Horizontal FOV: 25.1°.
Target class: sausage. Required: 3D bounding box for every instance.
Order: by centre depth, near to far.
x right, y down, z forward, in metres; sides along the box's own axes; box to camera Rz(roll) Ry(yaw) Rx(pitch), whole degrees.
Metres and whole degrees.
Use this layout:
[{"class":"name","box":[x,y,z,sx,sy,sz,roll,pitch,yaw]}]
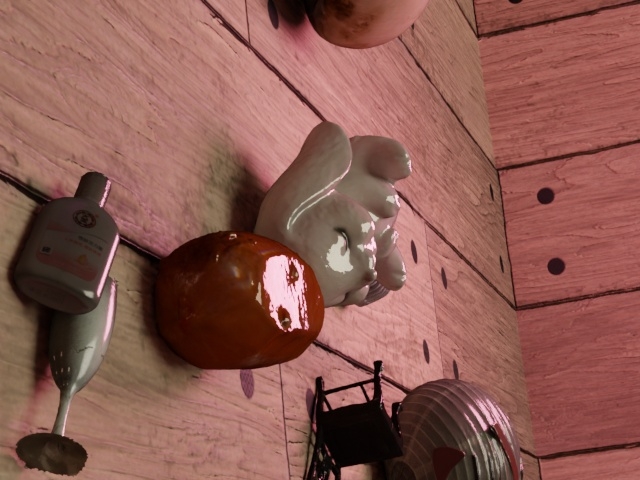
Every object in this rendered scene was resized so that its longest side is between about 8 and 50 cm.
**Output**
[{"class":"sausage","box":[-0.086,0.069,1.615,0.268,0.141,0.153,20,61,-72]}]

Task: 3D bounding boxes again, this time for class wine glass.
[{"class":"wine glass","box":[-0.222,0.111,1.277,0.198,0.066,0.066,-86,159,-44]}]

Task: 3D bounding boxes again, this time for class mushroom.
[{"class":"mushroom","box":[0.038,-0.482,2.248,0.362,0.294,0.362,-179,-90,-79]}]

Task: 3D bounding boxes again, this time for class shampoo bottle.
[{"class":"shampoo bottle","box":[-0.224,-0.003,1.321,0.165,0.080,0.040,-79,-165,-50]}]

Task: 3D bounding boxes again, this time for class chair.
[{"class":"chair","box":[0.047,0.292,1.997,0.229,0.113,0.106,-87,157,-49]}]

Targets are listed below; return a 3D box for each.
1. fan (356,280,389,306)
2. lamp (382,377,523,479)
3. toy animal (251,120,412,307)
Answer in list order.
[{"class":"fan","box":[0.066,0.014,2.307,0.130,0.074,0.244,61,16,-19]},{"class":"lamp","box":[0.206,0.357,2.294,0.233,0.233,0.265,-58,146,-67]},{"class":"toy animal","box":[0.000,0.000,1.908,0.265,0.206,0.272,-51,149,-53]}]
